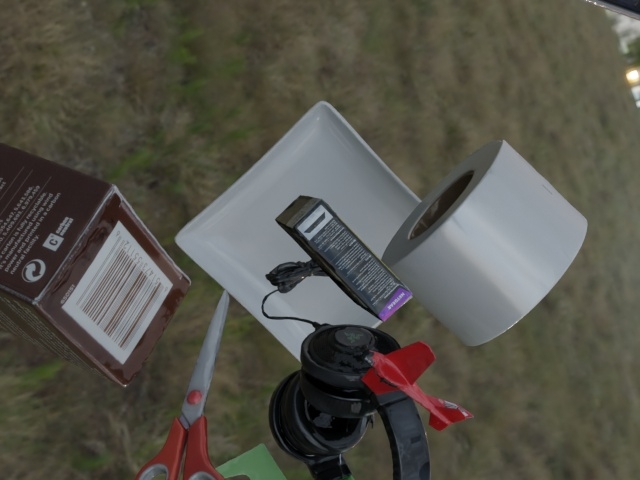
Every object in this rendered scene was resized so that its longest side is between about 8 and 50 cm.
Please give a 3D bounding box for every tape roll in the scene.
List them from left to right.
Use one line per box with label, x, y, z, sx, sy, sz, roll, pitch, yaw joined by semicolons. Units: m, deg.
tape roll;0.225;0.004;1.584;0.169;0.246;0.246;43;23;-7

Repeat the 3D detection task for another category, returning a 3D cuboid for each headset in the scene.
headset;0.040;0.189;1.508;0.185;0.243;0.394;-14;60;-30

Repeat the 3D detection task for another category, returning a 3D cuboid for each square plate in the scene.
square plate;0.000;0.000;1.862;0.347;0.344;0.049;45;15;-13

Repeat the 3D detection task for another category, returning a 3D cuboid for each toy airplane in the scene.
toy airplane;0.097;0.158;1.214;0.028;0.151;0.151;-59;135;-31

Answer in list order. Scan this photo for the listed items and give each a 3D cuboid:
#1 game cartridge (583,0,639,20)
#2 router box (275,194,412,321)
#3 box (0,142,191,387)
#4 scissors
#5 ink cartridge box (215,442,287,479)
game cartridge;0.261;-0.369;1.284;0.355;0.068;0.230;2;58;-46
router box;0.020;0.015;1.191;0.133;0.046;0.179;46;-3;-8
box;-0.339;-0.006;1.154;0.143;0.381;0.191;-60;150;-20
scissors;-0.139;0.176;1.145;0.021;0.109;0.297;63;17;-50
ink cartridge box;-0.067;0.380;1.439;0.171;0.056;0.235;-23;71;-35
